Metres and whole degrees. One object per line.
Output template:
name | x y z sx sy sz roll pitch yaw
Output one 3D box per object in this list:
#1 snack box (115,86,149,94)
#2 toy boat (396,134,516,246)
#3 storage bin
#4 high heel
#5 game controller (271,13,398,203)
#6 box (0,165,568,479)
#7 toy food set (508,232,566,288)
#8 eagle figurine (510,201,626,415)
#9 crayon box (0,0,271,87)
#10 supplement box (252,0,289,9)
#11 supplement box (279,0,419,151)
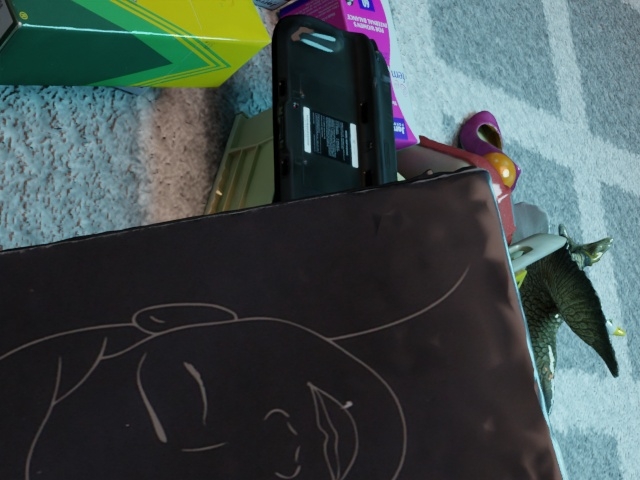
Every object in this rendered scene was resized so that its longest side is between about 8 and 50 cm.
snack box | -0.245 -0.225 1.069 0.141 0.037 0.100 14 65 -43
toy boat | 0.200 -0.074 1.352 0.151 0.231 0.151 -26 119 -22
storage bin | 0.000 0.000 1.189 0.262 0.123 0.260 39 50 -32
high heel | 0.276 -0.148 1.545 0.082 0.117 0.244 40 40 -13
game controller | 0.017 -0.106 1.121 0.166 0.067 0.319 10 66 -30
box | -0.089 0.242 0.684 0.472 0.297 0.479 -10 80 -9
toy food set | 0.202 0.141 1.264 0.092 0.306 0.220 35 33 26
eagle figurine | 0.341 0.096 1.431 0.298 0.225 0.226 -51 139 -49
crayon box | -0.253 -0.334 1.005 0.313 0.106 0.363 -10 71 -49
supplement box | -0.024 -0.375 1.220 0.130 0.239 0.073 5 72 -47
supplement box | 0.038 -0.220 1.329 0.111 0.114 0.220 -2 78 -50
